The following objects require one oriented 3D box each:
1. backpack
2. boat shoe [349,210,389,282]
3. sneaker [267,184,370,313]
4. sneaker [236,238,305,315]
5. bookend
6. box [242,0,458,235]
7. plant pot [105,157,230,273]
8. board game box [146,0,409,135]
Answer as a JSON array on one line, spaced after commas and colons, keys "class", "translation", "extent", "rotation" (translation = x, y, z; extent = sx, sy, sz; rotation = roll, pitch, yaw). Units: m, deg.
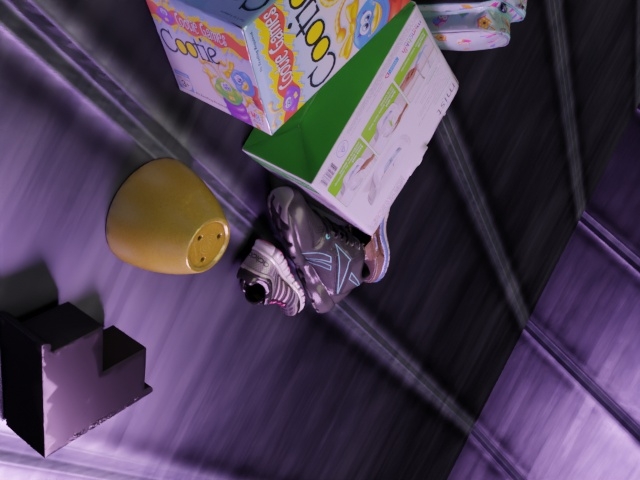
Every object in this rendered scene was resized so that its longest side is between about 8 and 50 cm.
[{"class": "backpack", "translation": [0.208, -0.342, 1.139], "extent": [0.188, 0.165, 0.144], "rotation": [-23, 112, -56]}, {"class": "boat shoe", "translation": [0.072, -0.003, 1.355], "extent": [0.066, 0.066, 0.183], "rotation": [-28, 128, -38]}, {"class": "sneaker", "translation": [0.000, 0.000, 1.155], "extent": [0.106, 0.101, 0.267], "rotation": [-25, 144, -2]}, {"class": "sneaker", "translation": [-0.077, 0.069, 1.171], "extent": [0.075, 0.063, 0.170], "rotation": [-48, 147, -17]}, {"class": "bookend", "translation": [-0.266, 0.130, 0.898], "extent": [0.156, 0.072, 0.157], "rotation": [-29, 138, -46]}, {"class": "box", "translation": [0.055, -0.170, 1.097], "extent": [0.262, 0.126, 0.231], "rotation": [-60, 153, -2]}, {"class": "plant pot", "translation": [-0.160, -0.014, 0.918], "extent": [0.134, 0.095, 0.134], "rotation": [-39, 146, -34]}, {"class": "board game box", "translation": [-0.028, -0.269, 0.854], "extent": [0.275, 0.144, 0.142], "rotation": [-47, 149, -23]}]
